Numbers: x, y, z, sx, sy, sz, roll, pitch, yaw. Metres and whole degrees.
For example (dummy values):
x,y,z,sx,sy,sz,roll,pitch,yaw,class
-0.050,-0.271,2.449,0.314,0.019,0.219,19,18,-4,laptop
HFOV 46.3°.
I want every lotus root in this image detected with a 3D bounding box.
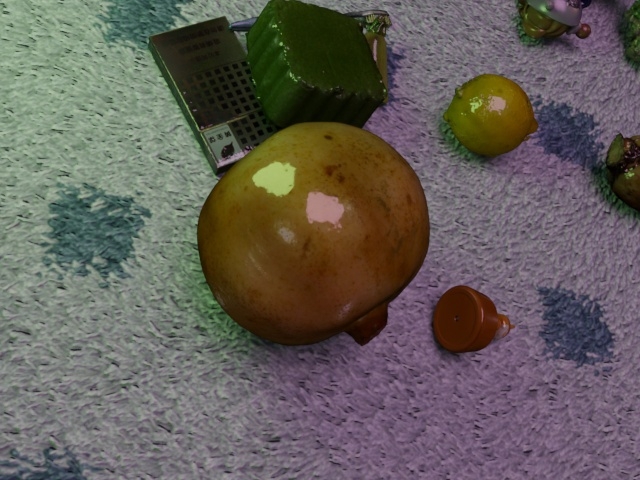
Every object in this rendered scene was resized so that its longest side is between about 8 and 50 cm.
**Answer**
x,y,z,sx,sy,sz,roll,pitch,yaw,class
0.773,-0.139,1.726,0.314,0.141,0.169,26,65,-16,lotus root

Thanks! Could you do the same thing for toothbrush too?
x,y,z,sx,sy,sz,roll,pitch,yaw,class
-0.015,-0.486,1.664,0.413,0.035,0.042,-12,75,-28,toothbrush

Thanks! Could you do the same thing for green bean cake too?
x,y,z,sx,sy,sz,roll,pitch,yaw,class
-0.014,-0.353,1.540,0.247,0.156,0.250,0,59,-34,green bean cake

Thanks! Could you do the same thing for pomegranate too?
x,y,z,sx,sy,sz,roll,pitch,yaw,class
0.000,0.000,1.292,0.416,0.417,0.417,6,66,-15,pomegranate

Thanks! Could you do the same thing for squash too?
x,y,z,sx,sy,sz,roll,pitch,yaw,class
0.116,-0.403,1.670,0.090,0.075,0.200,6,88,5,squash

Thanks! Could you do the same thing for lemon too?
x,y,z,sx,sy,sz,roll,pitch,yaw,class
0.377,-0.273,1.640,0.206,0.173,0.173,21,63,-3,lemon

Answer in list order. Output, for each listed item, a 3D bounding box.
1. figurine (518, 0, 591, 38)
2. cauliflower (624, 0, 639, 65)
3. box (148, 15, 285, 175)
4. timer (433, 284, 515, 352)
x,y,z,sx,sy,sz,roll,pitch,yaw,class
0.616,-0.590,1.873,0.274,0.133,0.194,-20,61,-26,figurine
0.883,-0.566,1.861,0.239,0.315,0.256,-11,102,14,cauliflower
-0.206,-0.305,1.543,0.180,0.047,0.325,-23,76,-24,box
0.322,0.165,1.483,0.152,0.132,0.132,13,63,-34,timer
